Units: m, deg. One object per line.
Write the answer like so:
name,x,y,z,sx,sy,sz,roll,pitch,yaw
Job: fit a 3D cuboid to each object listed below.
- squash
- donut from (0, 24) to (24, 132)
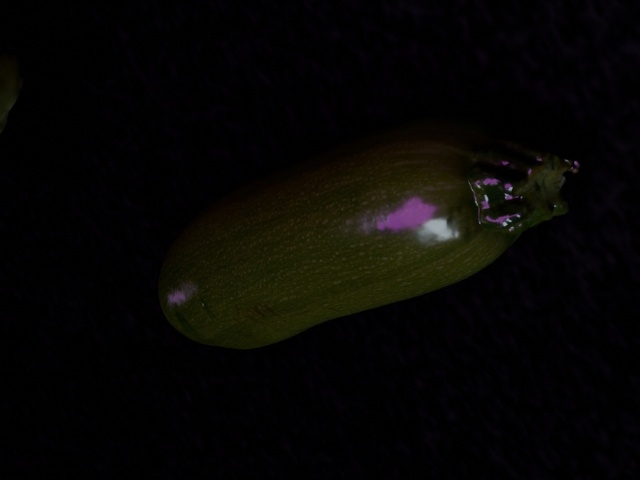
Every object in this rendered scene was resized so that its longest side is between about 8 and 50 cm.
squash,0.000,0.000,0.769,0.258,0.069,0.069,-23,97,55
donut,-0.276,-0.086,0.927,0.261,0.208,0.128,46,144,25
